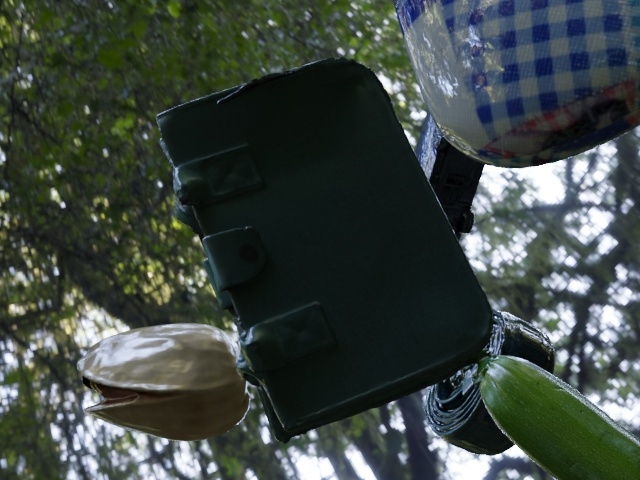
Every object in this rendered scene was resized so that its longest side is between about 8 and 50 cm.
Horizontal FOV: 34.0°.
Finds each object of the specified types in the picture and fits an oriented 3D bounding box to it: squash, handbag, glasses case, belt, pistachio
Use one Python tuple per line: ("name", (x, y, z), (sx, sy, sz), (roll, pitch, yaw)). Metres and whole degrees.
("squash", (0.308, 0.242, 1.194), (0.101, 0.378, 0.101), (-45, -21, -22))
("handbag", (0.001, -0.001, 0.986), (0.238, 0.326, 0.089), (-19, -14, -18))
("glasses case", (0.084, -0.178, 0.500), (0.125, 0.327, 0.076), (-24, -35, 23))
("belt", (0.245, 0.214, 1.548), (0.116, 0.267, 0.206), (26, -108, -9))
("pistachio", (-0.202, 0.185, 1.352), (0.229, 0.157, 0.157), (-3, -55, 11))

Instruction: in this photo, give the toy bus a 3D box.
("toy bus", (0.157, -0.091, 1.274), (0.079, 0.094, 0.237), (9, -60, -11))
